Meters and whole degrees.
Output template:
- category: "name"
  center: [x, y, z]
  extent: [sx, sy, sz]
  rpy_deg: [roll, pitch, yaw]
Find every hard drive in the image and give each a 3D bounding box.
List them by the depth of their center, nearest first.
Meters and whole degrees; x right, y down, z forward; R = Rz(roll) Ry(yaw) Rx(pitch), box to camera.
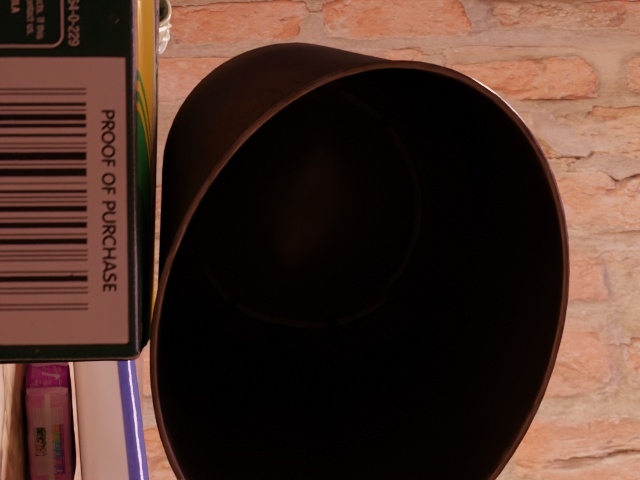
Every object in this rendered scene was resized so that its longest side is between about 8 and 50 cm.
- category: "hard drive"
  center: [-0.146, 0.136, 1.186]
  extent: [0.318, 0.040, 0.210]
  rpy_deg: [-104, -167, -48]

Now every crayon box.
- category: "crayon box"
  center: [-0.124, -0.132, 0.775]
  extent: [0.313, 0.106, 0.363]
  rpy_deg: [162, -72, -86]

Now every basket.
- category: "basket"
  center: [0.000, 0.000, 0.747]
  extent: [0.227, 0.154, 0.204]
  rpy_deg: [-115, -143, -71]

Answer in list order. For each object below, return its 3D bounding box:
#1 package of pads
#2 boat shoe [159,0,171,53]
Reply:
- category: "package of pads"
  center: [-0.181, 0.125, 1.162]
  extent: [0.050, 0.032, 0.083]
  rpy_deg: [-107, -164, -64]
- category: "boat shoe"
  center: [-0.188, -0.207, 1.643]
  extent: [0.302, 0.094, 0.109]
  rpy_deg: [95, -7, -60]
